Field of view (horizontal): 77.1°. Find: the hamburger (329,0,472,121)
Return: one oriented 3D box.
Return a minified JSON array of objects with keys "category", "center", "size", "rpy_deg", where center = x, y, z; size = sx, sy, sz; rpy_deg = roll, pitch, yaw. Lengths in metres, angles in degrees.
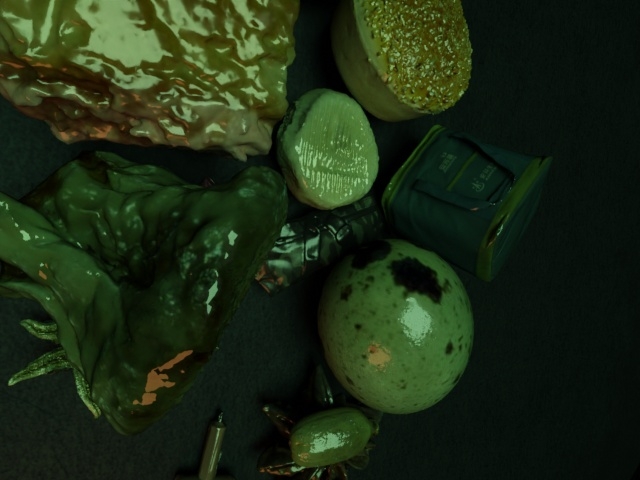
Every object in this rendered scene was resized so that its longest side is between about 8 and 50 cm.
[{"category":"hamburger","center":[0.158,-0.369,0.747],"size":[0.302,0.171,0.301],"rpy_deg":[12,72,-42]}]

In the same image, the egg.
[{"category":"egg","center":[0.142,0.170,0.770],"size":[0.288,0.288,0.379],"rpy_deg":[-40,131,-18]}]

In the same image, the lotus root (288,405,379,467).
[{"category":"lotus root","center":[0.030,0.357,0.741],"size":[0.183,0.077,0.090],"rpy_deg":[0,93,-24]}]

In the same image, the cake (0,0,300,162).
[{"category":"cake","center":[-0.215,-0.256,0.530],"size":[0.315,0.307,0.292],"rpy_deg":[5,98,-29]}]

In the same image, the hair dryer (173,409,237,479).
[{"category":"hair dryer","center":[-0.202,0.413,0.755],"size":[0.117,0.064,0.181],"rpy_deg":[16,83,-29]}]

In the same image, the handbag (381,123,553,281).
[{"category":"handbag","center":[0.291,-0.083,0.815],"size":[0.263,0.241,0.222],"rpy_deg":[-54,148,-13]}]

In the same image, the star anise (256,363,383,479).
[{"category":"star anise","center":[0.007,0.402,0.836],"size":[0.316,0.108,0.314],"rpy_deg":[-2,94,-26]}]

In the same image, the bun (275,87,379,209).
[{"category":"bun","center":[0.006,-0.168,0.750],"size":[0.221,0.134,0.220],"rpy_deg":[0,90,-38]}]

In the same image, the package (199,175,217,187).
[{"category":"package","center":[-0.207,-0.064,0.710],"size":[0.083,0.029,0.059],"rpy_deg":[-44,110,-7]}]

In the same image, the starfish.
[{"category":"starfish","center":[-0.363,0.192,0.634],"size":[0.208,0.053,0.175],"rpy_deg":[2,77,-41]}]

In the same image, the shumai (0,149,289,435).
[{"category":"shumai","center":[-0.251,0.021,0.546],"size":[0.324,0.324,0.397],"rpy_deg":[31,102,-4]}]

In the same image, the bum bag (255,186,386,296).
[{"category":"bum bag","center":[0.000,0.000,0.791],"size":[0.341,0.095,0.143],"rpy_deg":[-20,102,-27]}]
